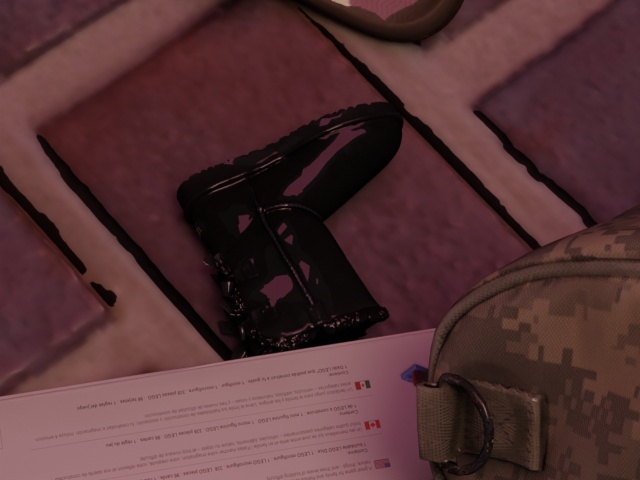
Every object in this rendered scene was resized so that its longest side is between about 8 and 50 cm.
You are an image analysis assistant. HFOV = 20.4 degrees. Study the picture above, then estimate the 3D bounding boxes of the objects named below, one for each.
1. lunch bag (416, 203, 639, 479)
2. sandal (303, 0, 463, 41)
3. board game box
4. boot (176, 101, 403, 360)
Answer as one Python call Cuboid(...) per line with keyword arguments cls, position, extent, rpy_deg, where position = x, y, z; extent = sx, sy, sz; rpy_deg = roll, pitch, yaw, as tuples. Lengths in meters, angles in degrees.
Cuboid(cls="lunch bag", position=(0.218, 0.053, 0.672), extent=(0.256, 0.212, 0.305), rpy_deg=(22, 30, 39))
Cuboid(cls="sandal", position=(-0.032, -0.158, 0.867), extent=(0.219, 0.060, 0.090), rpy_deg=(26, 100, 1))
Cuboid(cls="board game box", position=(0.000, 0.140, 0.737), extent=(0.305, 0.053, 0.193), rpy_deg=(-8, 63, -11))
Cuboid(cls="boot", position=(0.000, 0.000, 0.815), extent=(0.121, 0.045, 0.099), rpy_deg=(-23, 65, -10))
